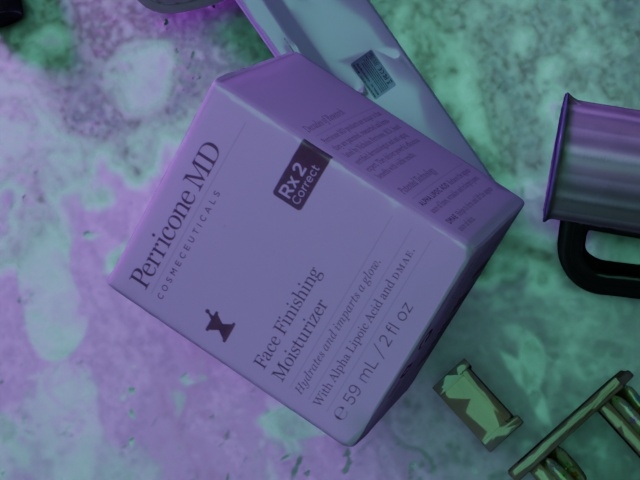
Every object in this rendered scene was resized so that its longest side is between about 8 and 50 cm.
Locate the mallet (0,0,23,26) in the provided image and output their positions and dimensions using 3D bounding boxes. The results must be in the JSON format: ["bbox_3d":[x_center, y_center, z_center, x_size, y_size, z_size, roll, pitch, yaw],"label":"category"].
[{"bbox_3d":[-0.298,-0.165,1.274,0.190,0.039,0.062,-10,83,9],"label":"mallet"}]

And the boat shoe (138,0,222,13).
[{"bbox_3d":[-0.036,-0.237,1.237,0.228,0.068,0.081,-38,116,3],"label":"boat shoe"}]

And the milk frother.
[{"bbox_3d":[0.208,-0.019,1.146,0.135,0.143,0.129,9,92,5],"label":"milk frother"}]

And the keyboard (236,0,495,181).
[{"bbox_3d":[0.026,-0.103,1.214,0.072,0.014,0.256,-36,95,-4],"label":"keyboard"}]

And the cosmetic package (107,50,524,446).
[{"bbox_3d":[0.000,0.000,1.142,0.184,0.151,0.151,33,110,8],"label":"cosmetic package"}]

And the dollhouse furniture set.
[{"bbox_3d":[0.164,0.123,1.126,0.101,0.161,0.182,-42,82,0],"label":"dollhouse furniture set"}]
